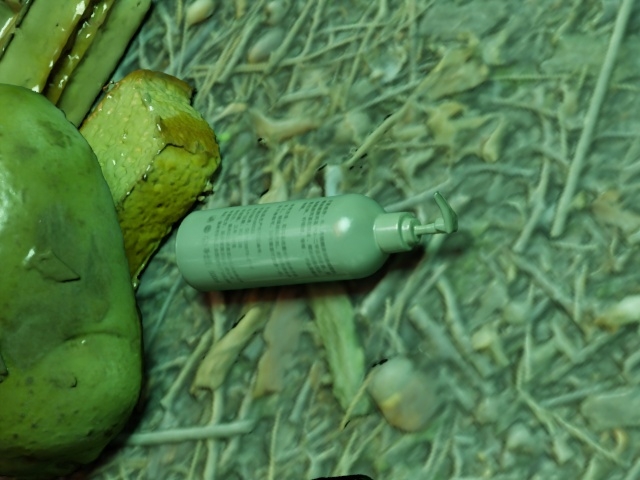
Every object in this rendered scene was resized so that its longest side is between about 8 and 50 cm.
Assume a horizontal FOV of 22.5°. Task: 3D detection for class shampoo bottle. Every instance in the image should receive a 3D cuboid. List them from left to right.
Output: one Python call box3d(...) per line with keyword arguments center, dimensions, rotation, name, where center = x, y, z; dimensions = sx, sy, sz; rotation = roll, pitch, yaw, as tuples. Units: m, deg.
box3d(center=(0.000, 0.000, 1.017), dimensions=(0.195, 0.056, 0.056), rotation=(-4, 64, 33), name="shampoo bottle")

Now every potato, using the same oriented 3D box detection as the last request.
box3d(center=(-0.218, 0.029, 1.045), dimensions=(0.160, 0.111, 0.271), rotation=(-12, 87, 31), name="potato")

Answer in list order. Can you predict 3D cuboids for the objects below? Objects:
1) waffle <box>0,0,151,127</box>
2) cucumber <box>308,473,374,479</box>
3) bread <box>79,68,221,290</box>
box3d(center=(-0.315, -0.087, 1.241), dimensions=(0.261, 0.114, 0.376), rotation=(24, 81, 41), name="waffle")
box3d(center=(-0.094, 0.205, 0.961), dimensions=(0.303, 0.072, 0.081), rotation=(-19, 56, 25), name="cucumber")
box3d(center=(-0.145, -0.034, 1.134), dimensions=(0.187, 0.065, 0.103), rotation=(-49, 44, 1), name="bread")
